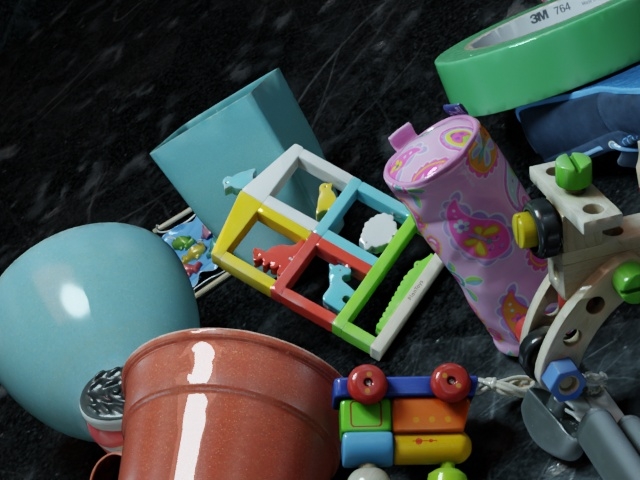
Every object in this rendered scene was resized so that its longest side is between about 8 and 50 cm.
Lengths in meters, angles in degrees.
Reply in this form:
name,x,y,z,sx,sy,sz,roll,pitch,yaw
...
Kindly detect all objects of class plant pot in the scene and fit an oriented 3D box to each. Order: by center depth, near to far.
name,x,y,z,sx,sy,sz,roll,pitch,yaw
plant pot,-0.109,0.280,1.759,0.272,0.272,0.265,-20,43,33
plant pot,-0.273,0.150,2.118,0.290,0.290,0.195,-40,44,2
plant pot,-0.080,-0.079,2.203,0.165,0.234,0.165,-29,10,20

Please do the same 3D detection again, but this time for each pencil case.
name,x,y,z,sx,sy,sz,roll,pitch,yaw
pencil case,0.178,-0.006,1.761,0.124,0.284,0.124,-28,29,17

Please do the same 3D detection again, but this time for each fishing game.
name,x,y,z,sx,sy,sz,roll,pitch,yaw
fishing game,-0.199,0.011,2.442,0.189,0.041,0.264,-31,30,11

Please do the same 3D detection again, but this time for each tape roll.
name,x,y,z,sx,sy,sz,roll,pitch,yaw
tape roll,0.304,-0.250,2.040,0.321,0.077,0.321,-21,11,4

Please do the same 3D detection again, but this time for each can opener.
name,x,y,z,sx,sy,sz,roll,pitch,yaw
can opener,0.282,0.207,1.586,0.280,0.074,0.093,-124,50,-63

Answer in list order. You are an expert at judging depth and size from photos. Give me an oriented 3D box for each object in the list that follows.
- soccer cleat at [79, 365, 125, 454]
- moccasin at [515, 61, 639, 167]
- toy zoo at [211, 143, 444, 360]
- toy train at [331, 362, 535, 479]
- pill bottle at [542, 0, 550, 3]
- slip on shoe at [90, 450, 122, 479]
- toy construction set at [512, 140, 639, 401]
name,x,y,z,sx,sy,sz,roll,pitch,yaw
soccer cleat,-0.128,0.217,1.977,0.318,0.116,0.108,-1,45,10
moccasin,0.377,-0.143,1.897,0.138,0.116,0.342,-27,12,-27
toy zoo,0.000,0.000,2.032,0.293,0.030,0.192,29,66,14
toy train,0.138,0.209,1.710,0.248,0.105,0.143,0,70,-3
pill bottle,0.313,-0.423,2.273,0.108,0.193,0.108,-30,30,19
slip on shoe,-0.219,0.380,1.869,0.123,0.101,0.331,-28,41,18
toy construction set,0.307,-0.011,1.617,0.258,0.237,0.309,-7,28,15
